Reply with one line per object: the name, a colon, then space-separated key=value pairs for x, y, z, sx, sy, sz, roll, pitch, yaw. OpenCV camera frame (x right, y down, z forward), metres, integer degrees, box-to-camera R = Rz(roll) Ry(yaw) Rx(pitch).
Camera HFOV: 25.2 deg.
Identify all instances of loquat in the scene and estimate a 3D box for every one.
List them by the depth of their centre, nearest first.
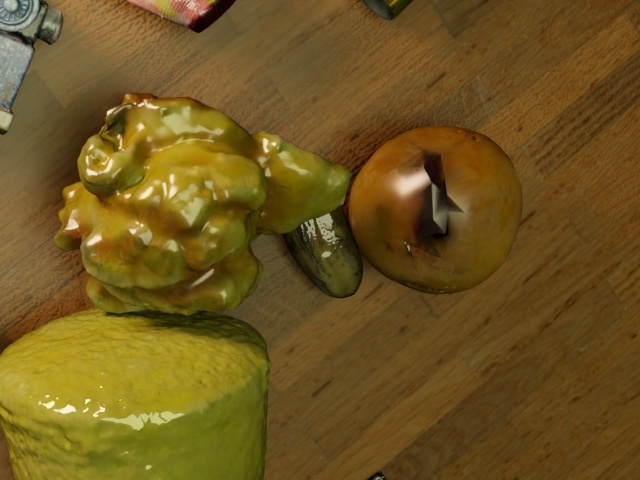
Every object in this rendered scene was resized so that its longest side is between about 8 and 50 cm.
loquat: x=0.156 y=-0.040 z=1.927 sx=0.235 sy=0.235 sz=0.235 roll=-3 pitch=98 yaw=-19

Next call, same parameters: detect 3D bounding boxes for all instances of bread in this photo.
bread: x=-0.234 y=0.254 z=1.788 sx=0.348 sy=0.348 sz=0.308 roll=-4 pitch=105 yaw=-18

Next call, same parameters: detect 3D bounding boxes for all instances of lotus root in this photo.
lotus root: x=0.000 y=0.000 z=1.958 sx=0.089 sy=0.080 sz=0.179 roll=-26 pitch=110 yaw=-6

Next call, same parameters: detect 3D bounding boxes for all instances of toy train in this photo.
toy train: x=-0.474 y=-0.267 z=1.741 sx=0.299 sy=0.131 sz=0.202 roll=21 pitch=97 yaw=-20

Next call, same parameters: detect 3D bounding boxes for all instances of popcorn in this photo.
popcorn: x=-0.160 y=-0.026 z=1.786 sx=0.321 sy=0.326 sz=0.290 roll=24 pitch=70 yaw=11

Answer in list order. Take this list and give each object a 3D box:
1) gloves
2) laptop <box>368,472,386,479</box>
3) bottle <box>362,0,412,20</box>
gloves: x=-0.218 y=-0.375 z=1.818 sx=0.241 sy=0.126 sz=0.145 roll=45 pitch=103 yaw=4
laptop: x=0.046 y=0.435 z=2.068 sx=0.180 sy=0.016 sz=0.129 roll=-34 pitch=106 yaw=-11
bottle: x=0.168 y=-0.424 z=1.958 sx=0.286 sy=0.082 sz=0.082 roll=-45 pitch=108 yaw=-9
